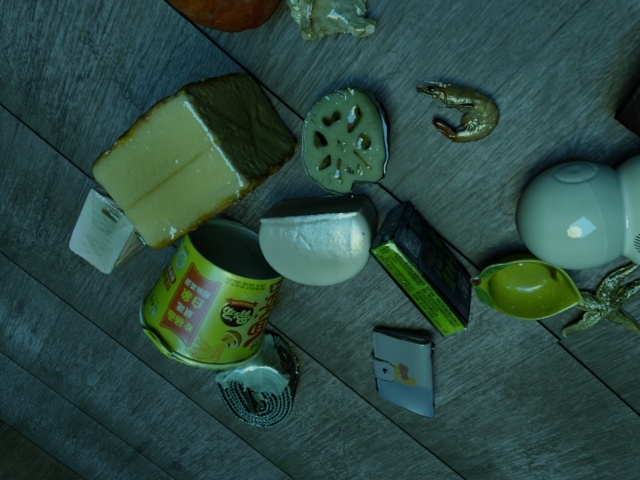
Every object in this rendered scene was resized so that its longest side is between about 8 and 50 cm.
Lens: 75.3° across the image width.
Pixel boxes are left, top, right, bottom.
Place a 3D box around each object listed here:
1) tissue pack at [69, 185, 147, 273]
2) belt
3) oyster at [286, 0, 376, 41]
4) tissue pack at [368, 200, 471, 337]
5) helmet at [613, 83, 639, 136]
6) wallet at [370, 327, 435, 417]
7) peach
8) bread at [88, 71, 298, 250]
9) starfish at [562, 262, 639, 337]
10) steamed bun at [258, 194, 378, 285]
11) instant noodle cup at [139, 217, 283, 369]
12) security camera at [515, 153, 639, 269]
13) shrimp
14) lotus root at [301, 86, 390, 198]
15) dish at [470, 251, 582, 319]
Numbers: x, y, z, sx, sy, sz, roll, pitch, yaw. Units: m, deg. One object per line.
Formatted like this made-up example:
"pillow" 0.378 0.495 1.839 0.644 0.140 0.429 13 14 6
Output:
"tissue pack" -0.421 -0.060 0.937 0.124 0.225 0.185 41 121 -6
"belt" -0.164 0.385 1.144 0.207 0.150 0.258 -6 117 11
"oyster" 0.015 -0.416 0.698 0.191 0.081 0.163 25 118 -1
"tissue pack" 0.209 0.052 0.832 0.073 0.173 0.235 -33 105 36
"helmet" 0.550 -0.219 0.585 0.215 0.193 0.189 7 122 -20
"wallet" 0.209 0.323 1.040 0.170 0.069 0.231 8 118 34
"peach" -0.141 -0.463 0.634 0.256 0.232 0.232 -15 113 43
"bread" -0.223 -0.161 0.792 0.279 0.279 0.207 -28 105 31
"starfish" 0.582 0.134 0.841 0.216 0.050 0.223 27 127 -7
"steamed bun" 0.000 0.000 0.883 0.241 0.146 0.164 -4 113 17
"instant noodle cup" -0.226 0.103 0.938 0.311 0.311 0.222 28 112 1
"security camera" 0.458 -0.039 0.698 0.236 0.194 0.195 -7 115 27
"shrimp" 0.241 -0.233 0.753 0.162 0.045 0.095 20 142 1
"lotus root" 0.059 -0.190 0.807 0.183 0.078 0.204 16 115 24
"dish" 0.408 0.080 0.839 0.207 0.080 0.149 13 124 9
